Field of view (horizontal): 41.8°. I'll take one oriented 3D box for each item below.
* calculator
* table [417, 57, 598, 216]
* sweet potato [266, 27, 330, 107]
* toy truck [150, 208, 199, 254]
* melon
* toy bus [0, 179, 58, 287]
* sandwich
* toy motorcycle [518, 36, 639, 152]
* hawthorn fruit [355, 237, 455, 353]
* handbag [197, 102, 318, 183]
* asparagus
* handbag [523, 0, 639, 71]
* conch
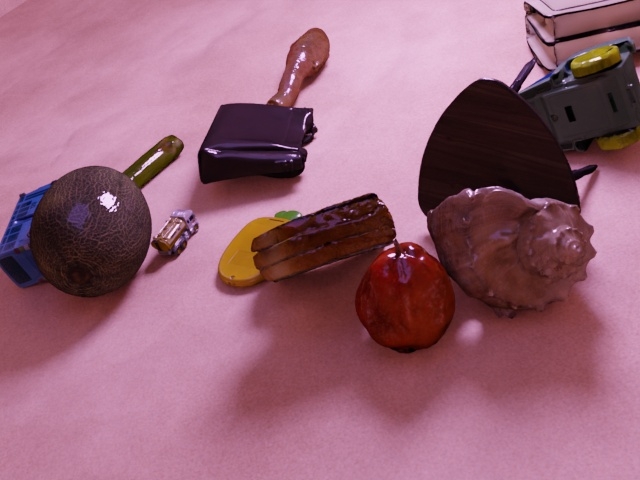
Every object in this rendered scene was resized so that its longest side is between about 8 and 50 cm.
[{"bbox_3d":[-0.117,0.010,1.703,0.146,0.032,0.235,10,46,30],"label":"calculator"},{"bbox_3d":[0.371,-0.192,1.594,0.317,0.317,0.249,9,31,30],"label":"table"},{"bbox_3d":[-0.049,-0.466,2.229,0.109,0.109,0.385,0,41,21],"label":"sweet potato"},{"bbox_3d":[-0.311,-0.018,1.788,0.052,0.063,0.123,4,42,26],"label":"toy truck"},{"bbox_3d":[-0.464,-0.026,1.712,0.237,0.237,0.301,-12,38,6],"label":"melon"},{"bbox_3d":[-0.623,-0.017,1.858,0.133,0.116,0.234,-19,38,13],"label":"toy bus"},{"bbox_3d":[0.001,0.002,1.507,0.249,0.095,0.273,-18,-2,-1],"label":"sandwich"},{"bbox_3d":[0.512,-0.289,1.744,0.326,0.191,0.200,-9,24,40],"label":"toy motorcycle"},{"bbox_3d":[0.139,0.098,1.381,0.173,0.179,0.173,4,61,-7],"label":"hawthorn fruit"},{"bbox_3d":[-0.143,-0.229,1.955,0.257,0.113,0.285,-3,32,9],"label":"handbag"},{"bbox_3d":[-0.436,-0.164,2.026,0.067,0.060,0.277,20,50,25],"label":"asparagus"},{"bbox_3d":[0.682,-0.527,1.982,0.358,0.160,0.237,-11,32,6],"label":"handbag"},{"bbox_3d":[0.290,0.017,1.394,0.324,0.263,0.186,-22,40,53],"label":"conch"}]
